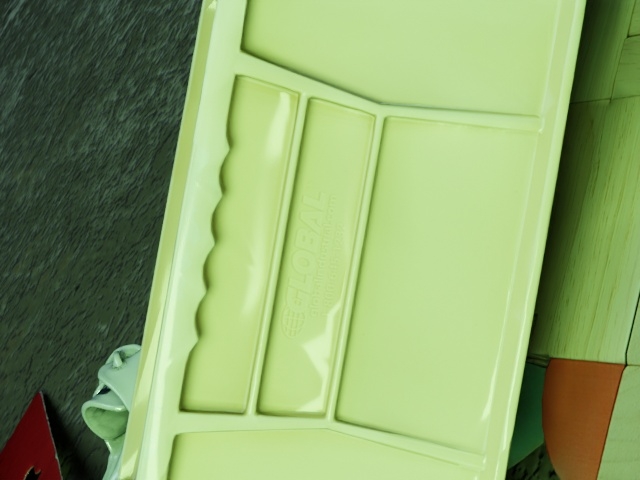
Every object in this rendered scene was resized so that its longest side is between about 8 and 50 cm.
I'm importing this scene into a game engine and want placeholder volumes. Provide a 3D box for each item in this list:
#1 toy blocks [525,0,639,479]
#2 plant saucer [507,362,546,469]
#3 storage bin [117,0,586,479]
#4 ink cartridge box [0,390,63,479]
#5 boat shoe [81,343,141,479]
[{"bbox_3d":[0.166,0.041,0.606,0.381,0.191,0.260,-1,73,65],"label":"toy blocks"},{"bbox_3d":[0.070,-0.020,0.955,0.317,0.044,0.317,-40,34,34],"label":"plant saucer"},{"bbox_3d":[0.000,0.000,0.743,0.262,0.123,0.260,-170,89,-85],"label":"storage bin"},{"bbox_3d":[-0.283,0.210,1.172,0.271,0.130,0.309,-57,16,2],"label":"ink cartridge box"},{"bbox_3d":[-0.086,0.093,1.037,0.095,0.084,0.258,120,165,-57],"label":"boat shoe"}]
